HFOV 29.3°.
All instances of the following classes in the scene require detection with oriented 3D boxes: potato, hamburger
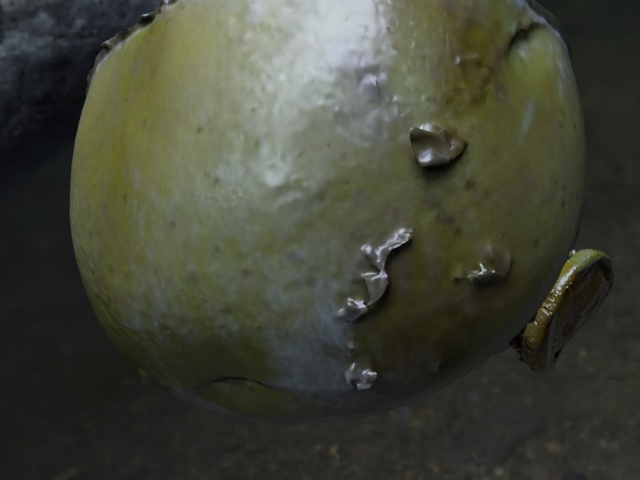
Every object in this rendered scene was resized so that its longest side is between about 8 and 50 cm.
[{"bbox_3d":[0.000,0.000,1.026,0.442,0.385,0.319,-15,63,38],"label":"potato"},{"bbox_3d":[0.263,0.062,1.460,0.113,0.185,0.177,30,29,32],"label":"hamburger"}]
